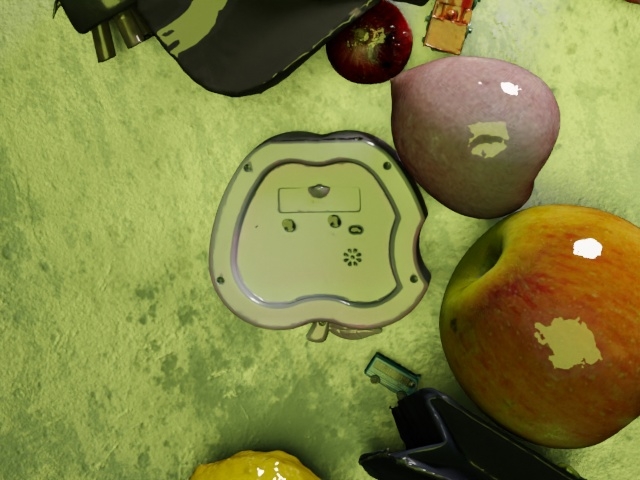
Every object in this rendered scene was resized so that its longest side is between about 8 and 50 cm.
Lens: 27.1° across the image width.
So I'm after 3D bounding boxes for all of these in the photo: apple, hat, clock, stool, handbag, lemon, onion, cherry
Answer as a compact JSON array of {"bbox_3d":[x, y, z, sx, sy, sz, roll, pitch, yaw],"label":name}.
[{"bbox_3d":[0.333,0.110,1.827,0.340,0.339,0.339,1,98,5],"label":"apple"},{"bbox_3d":[-0.053,-0.395,1.865,0.382,0.257,0.366,-40,90,27],"label":"hat"},{"bbox_3d":[0.000,0.000,1.959,0.339,0.102,0.338,1,98,5],"label":"clock"},{"bbox_3d":[-0.269,-0.358,1.908,0.228,0.153,0.139,-28,101,6],"label":"stool"},{"bbox_3d":[0.236,0.336,1.880,0.329,0.303,0.122,28,75,-1],"label":"handbag"},{"bbox_3d":[-0.104,0.432,1.967,0.288,0.233,0.233,-20,96,16],"label":"lemon"},{"bbox_3d":[0.071,-0.287,1.906,0.131,0.131,0.131,1,98,5],"label":"onion"},{"bbox_3d":[0.206,-0.146,1.854,0.239,0.239,0.206,2,56,5],"label":"cherry"}]

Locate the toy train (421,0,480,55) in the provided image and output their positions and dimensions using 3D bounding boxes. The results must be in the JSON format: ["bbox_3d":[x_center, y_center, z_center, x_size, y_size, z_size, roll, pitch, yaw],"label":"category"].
[{"bbox_3d":[0.195,-0.350,1.884,0.074,0.118,0.176,17,101,0],"label":"toy train"}]

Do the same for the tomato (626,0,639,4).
[{"bbox_3d":[0.462,-0.425,1.839,0.195,0.136,0.195,1,98,5],"label":"tomato"}]

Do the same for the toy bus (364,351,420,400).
[{"bbox_3d":[0.110,0.206,2.008,0.083,0.038,0.046,30,96,0],"label":"toy bus"}]
